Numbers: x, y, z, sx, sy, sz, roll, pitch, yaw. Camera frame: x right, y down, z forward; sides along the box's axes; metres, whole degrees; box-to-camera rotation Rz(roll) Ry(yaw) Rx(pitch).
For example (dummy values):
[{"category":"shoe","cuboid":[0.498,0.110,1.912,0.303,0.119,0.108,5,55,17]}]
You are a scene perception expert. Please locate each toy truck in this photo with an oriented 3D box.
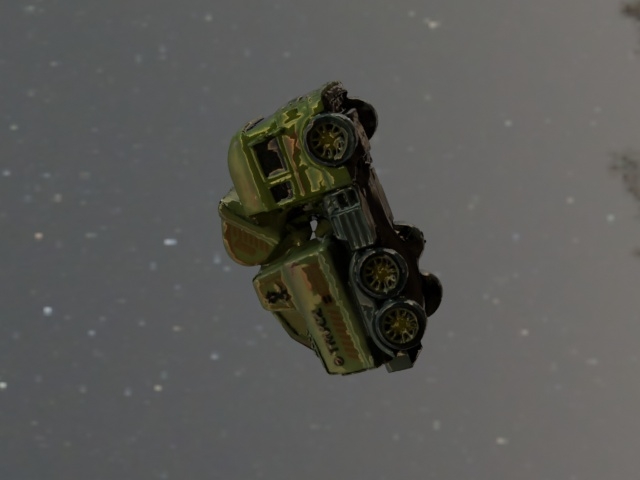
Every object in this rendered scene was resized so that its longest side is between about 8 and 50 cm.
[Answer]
[{"category":"toy truck","cuboid":[0.000,0.000,1.046,0.085,0.116,0.191,-55,-55,-71]}]
